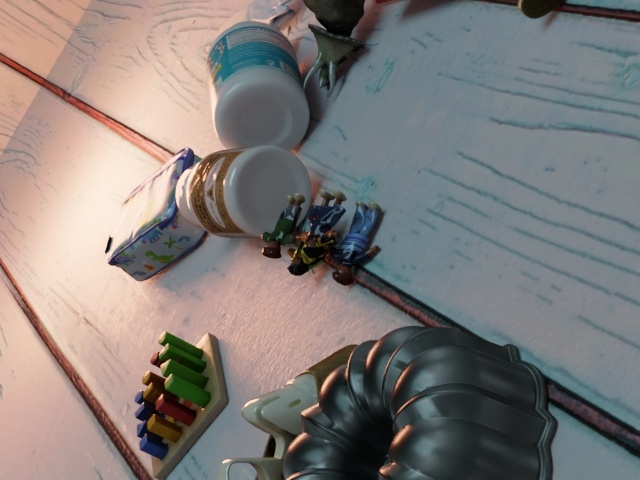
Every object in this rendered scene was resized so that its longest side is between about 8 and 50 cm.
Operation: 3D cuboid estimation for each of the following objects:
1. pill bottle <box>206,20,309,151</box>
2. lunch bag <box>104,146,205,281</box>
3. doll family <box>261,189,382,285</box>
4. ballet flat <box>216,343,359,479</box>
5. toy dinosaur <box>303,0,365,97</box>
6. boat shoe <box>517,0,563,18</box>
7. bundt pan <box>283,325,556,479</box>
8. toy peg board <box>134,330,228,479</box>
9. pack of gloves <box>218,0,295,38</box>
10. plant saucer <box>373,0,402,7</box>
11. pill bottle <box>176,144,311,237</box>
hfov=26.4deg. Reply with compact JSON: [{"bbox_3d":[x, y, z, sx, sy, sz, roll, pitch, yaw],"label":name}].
[{"bbox_3d":[-0.102,-0.245,2.115,0.146,0.146,0.264,-49,27,21],"label":"pill bottle"},{"bbox_3d":[-0.261,-0.044,2.261,0.219,0.090,0.176,-32,34,42],"label":"lunch bag"},{"bbox_3d":[0.000,0.000,1.759,0.193,0.076,0.111,-8,51,55],"label":"doll family"},{"bbox_3d":[-0.048,0.253,1.518,0.116,0.124,0.342,-8,56,60],"label":"ballet flat"},{"bbox_3d":[0.004,-0.388,2.012,0.121,0.314,0.160,-12,23,24],"label":"toy dinosaur"},{"bbox_3d":[0.279,-0.320,1.625,0.135,0.050,0.045,-51,22,-5],"label":"boat shoe"},{"bbox_3d":[0.071,0.223,1.337,0.331,0.124,0.331,-42,30,31],"label":"bundt pan"},{"bbox_3d":[-0.215,0.218,1.909,0.161,0.079,0.161,-50,27,18],"label":"toy peg board"},{"bbox_3d":[-0.102,-0.329,2.346,0.232,0.046,0.195,-28,53,49],"label":"pack of gloves"},{"bbox_3d":[0.165,-0.462,1.862,0.259,0.047,0.259,-1,89,56],"label":"plant saucer"},{"bbox_3d":[-0.120,-0.069,1.979,0.229,0.131,0.131,1,63,61],"label":"pill bottle"}]
